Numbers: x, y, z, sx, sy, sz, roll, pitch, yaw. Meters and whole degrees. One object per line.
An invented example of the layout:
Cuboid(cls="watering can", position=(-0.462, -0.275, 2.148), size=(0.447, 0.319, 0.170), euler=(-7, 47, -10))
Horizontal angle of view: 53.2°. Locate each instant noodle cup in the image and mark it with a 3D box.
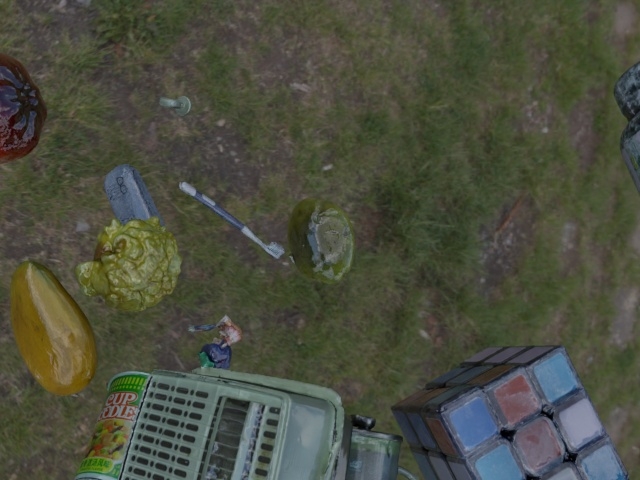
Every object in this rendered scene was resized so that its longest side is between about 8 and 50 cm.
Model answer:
Cuboid(cls="instant noodle cup", position=(-0.391, 0.426, 1.327), size=(0.207, 0.207, 0.232), euler=(51, 34, -29))

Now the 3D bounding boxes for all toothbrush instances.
Cuboid(cls="toothbrush", position=(-0.170, -0.037, 1.274), size=(0.026, 0.024, 0.288), euler=(-36, 131, 18))

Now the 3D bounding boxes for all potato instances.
Cuboid(cls="potato", position=(-0.002, 0.001, 1.757), size=(0.149, 0.197, 0.228), euler=(1, 100, -58))

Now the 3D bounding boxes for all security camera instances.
Cuboid(cls="security camera", position=(-0.398, -0.368, 1.733), size=(0.092, 0.058, 0.058), euler=(-13, 104, -63))

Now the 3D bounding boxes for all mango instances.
Cuboid(cls="mango", position=(-0.538, 0.184, 1.283), size=(0.119, 0.177, 0.316), euler=(-37, 118, -48))

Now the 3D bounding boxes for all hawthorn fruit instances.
Cuboid(cls="hawthorn fruit", position=(-0.484, -0.175, 0.888), size=(0.157, 0.194, 0.156), euler=(-19, 90, -75))

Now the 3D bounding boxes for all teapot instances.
Cuboid(cls="teapot", position=(0.095, 0.543, 1.334), size=(0.271, 0.200, 0.336), euler=(10, 73, -3))

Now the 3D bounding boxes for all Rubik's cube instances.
Cuboid(cls="Rubik's cube", position=(0.430, 0.471, 1.526), size=(0.359, 0.362, 0.363), euler=(-23, 82, -15))

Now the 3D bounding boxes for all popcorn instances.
Cuboid(cls="popcorn", position=(-0.439, 0.049, 1.480), size=(0.217, 0.181, 0.234), euler=(-1, 70, 5))

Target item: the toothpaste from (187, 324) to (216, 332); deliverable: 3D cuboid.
Cuboid(cls="toothpaste", position=(-0.317, 0.233, 1.696), size=(0.083, 0.027, 0.019), euler=(5, 47, -47))

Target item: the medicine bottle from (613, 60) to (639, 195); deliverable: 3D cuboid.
Cuboid(cls="medicine bottle", position=(0.429, -0.070, 0.708), size=(0.142, 0.141, 0.293), euler=(5, 61, -37))

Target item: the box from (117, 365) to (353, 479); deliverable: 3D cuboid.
Cuboid(cls="box", position=(-0.107, 0.278, 0.814), size=(0.166, 0.291, 0.220), euler=(32, 66, -50))

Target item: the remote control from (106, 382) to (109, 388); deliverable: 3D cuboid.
Cuboid(cls="remote control", position=(-0.554, 0.405, 1.747), size=(0.091, 0.034, 0.016), euler=(55, 54, -68))

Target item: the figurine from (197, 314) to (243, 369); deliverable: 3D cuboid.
Cuboid(cls="figurine", position=(-0.303, 0.327, 1.958), size=(0.102, 0.111, 0.195), euler=(34, 47, -4))

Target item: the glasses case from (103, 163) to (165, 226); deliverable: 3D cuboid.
Cuboid(cls="glasses case", position=(-0.486, -0.068, 1.696), size=(0.282, 0.109, 0.067), euler=(66, 21, 6))
